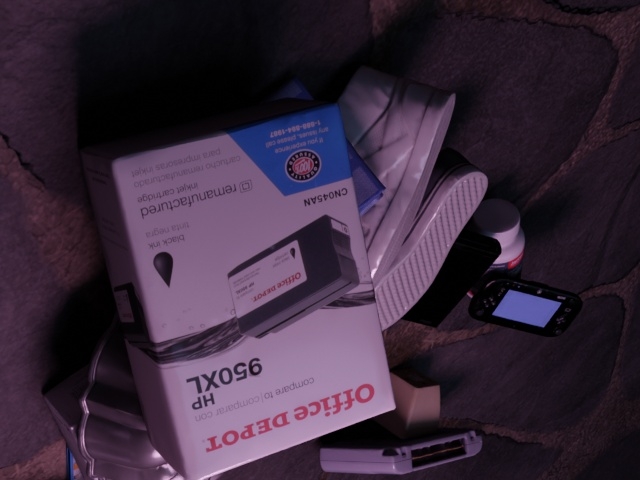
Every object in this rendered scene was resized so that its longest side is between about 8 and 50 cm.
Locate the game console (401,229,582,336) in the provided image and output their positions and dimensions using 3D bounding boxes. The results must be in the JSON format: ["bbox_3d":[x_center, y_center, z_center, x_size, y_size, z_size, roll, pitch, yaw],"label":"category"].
[{"bbox_3d":[0.293,0.087,2.107,0.361,0.044,0.213,14,135,-22],"label":"game console"}]

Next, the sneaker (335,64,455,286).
[{"bbox_3d":[0.060,-0.094,1.703,0.108,0.169,0.293,-17,128,-75],"label":"sneaker"}]

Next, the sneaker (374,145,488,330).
[{"bbox_3d":[0.127,-0.007,1.907,0.126,0.127,0.321,14,115,-50],"label":"sneaker"}]

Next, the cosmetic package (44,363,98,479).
[{"bbox_3d":[-0.299,0.282,1.763,0.117,0.085,0.231,-33,139,-22],"label":"cosmetic package"}]

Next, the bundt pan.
[{"bbox_3d":[-0.180,0.209,1.687,0.331,0.124,0.331,-40,139,-49],"label":"bundt pan"}]

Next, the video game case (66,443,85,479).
[{"bbox_3d":[-0.327,0.315,1.855,0.119,0.015,0.166,-22,140,-31],"label":"video game case"}]

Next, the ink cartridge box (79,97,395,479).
[{"bbox_3d":[-0.095,0.051,1.483,0.285,0.166,0.395,-17,104,-21],"label":"ink cartridge box"}]

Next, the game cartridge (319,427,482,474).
[{"bbox_3d":[0.145,0.395,2.311,0.297,0.198,0.062,-1,81,-50],"label":"game cartridge"}]

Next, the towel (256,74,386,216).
[{"bbox_3d":[-0.079,-0.050,1.605,0.285,0.209,0.034,-40,-171,-7],"label":"towel"}]

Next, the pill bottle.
[{"bbox_3d":[0.302,0.017,2.143,0.108,0.108,0.180,-31,144,-21],"label":"pill bottle"}]

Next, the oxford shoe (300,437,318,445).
[{"bbox_3d":[0.034,0.270,2.145,0.227,0.083,0.096,-50,151,9],"label":"oxford shoe"}]

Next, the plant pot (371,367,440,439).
[{"bbox_3d":[0.163,0.300,2.305,0.109,0.109,0.096,-2,114,-47],"label":"plant pot"}]
